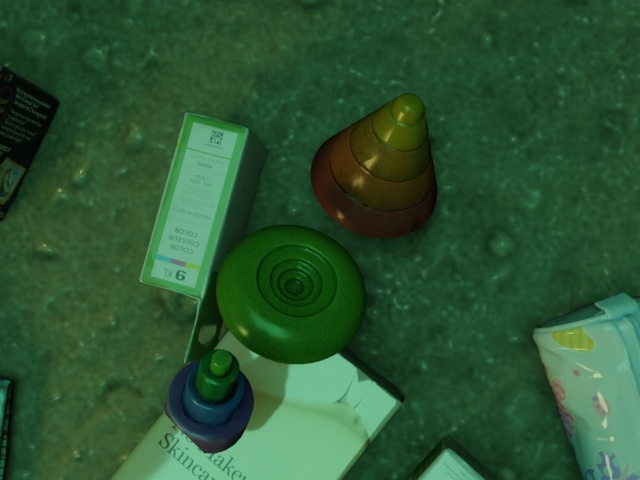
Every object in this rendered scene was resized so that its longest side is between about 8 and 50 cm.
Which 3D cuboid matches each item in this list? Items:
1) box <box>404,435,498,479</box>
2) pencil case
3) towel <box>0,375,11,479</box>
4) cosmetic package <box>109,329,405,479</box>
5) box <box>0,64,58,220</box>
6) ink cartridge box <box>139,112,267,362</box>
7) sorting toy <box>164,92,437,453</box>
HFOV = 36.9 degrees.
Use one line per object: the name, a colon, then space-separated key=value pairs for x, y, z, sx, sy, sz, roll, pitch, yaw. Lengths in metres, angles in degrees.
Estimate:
box: x=0.119 y=0.238 z=0.833 sx=0.102 sy=0.101 sz=0.087 roll=41 pitch=91 yaw=8
pencil case: x=0.270 y=0.183 z=0.814 sx=0.113 sy=0.124 sz=0.273 roll=-16 pitch=84 yaw=4
towel: x=-0.431 y=0.299 z=0.855 sx=0.271 sy=0.040 sz=0.370 roll=7 pitch=85 yaw=-22
cosmetic package: x=-0.080 y=0.211 z=0.849 sx=0.160 sy=0.113 sz=0.309 roll=37 pitch=90 yaw=8
box: x=-0.400 y=-0.137 z=0.877 sx=0.247 sy=0.163 sz=0.142 roll=24 pitch=88 yaw=7
ink cartridge box: x=-0.110 y=-0.001 z=0.869 sx=0.062 sy=0.109 sz=0.209 roll=14 pitch=87 yaw=6
sorting toy: x=0.000 y=0.000 z=0.768 sx=0.127 sy=0.126 sz=0.365 roll=33 pitch=57 yaw=6
